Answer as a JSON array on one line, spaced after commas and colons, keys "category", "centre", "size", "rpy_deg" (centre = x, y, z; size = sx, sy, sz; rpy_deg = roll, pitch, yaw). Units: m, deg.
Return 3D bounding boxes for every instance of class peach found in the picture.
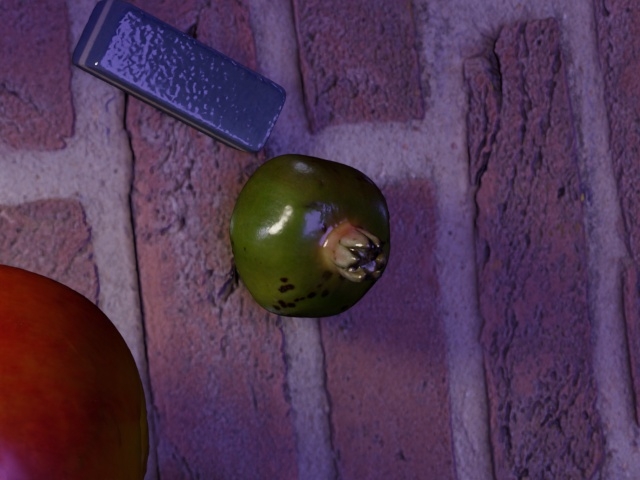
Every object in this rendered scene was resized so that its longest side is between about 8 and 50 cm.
[{"category": "peach", "centre": [-0.338, 0.204, 1.387], "size": [0.388, 0.388, 0.388], "rpy_deg": [2, 85, -24]}]

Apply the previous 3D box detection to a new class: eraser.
[{"category": "eraser", "centre": [-0.148, -0.175, 1.669], "size": [0.225, 0.036, 0.082], "rpy_deg": [27, 75, -20]}]

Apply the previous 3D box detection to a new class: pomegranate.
[{"category": "pomegranate", "centre": [0.000, 0.000, 1.630], "size": [0.180, 0.209, 0.180], "rpy_deg": [-6, 104, -24]}]
